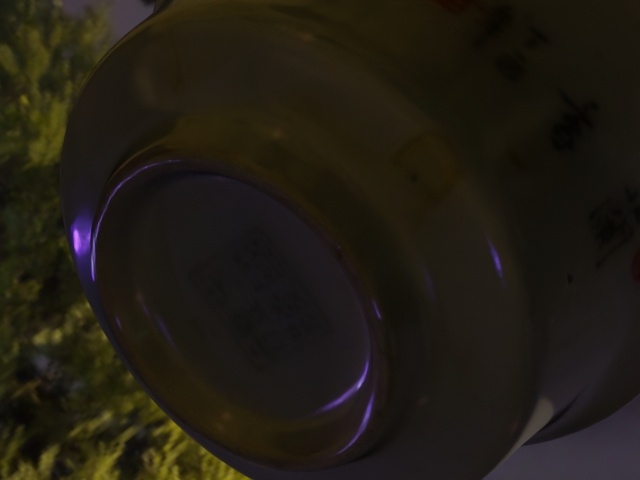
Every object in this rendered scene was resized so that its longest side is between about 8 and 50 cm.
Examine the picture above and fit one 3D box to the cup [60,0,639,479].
[{"bbox_3d":[0.000,0.000,0.571,0.347,0.347,0.163,-6,-158,39],"label":"cup"}]
